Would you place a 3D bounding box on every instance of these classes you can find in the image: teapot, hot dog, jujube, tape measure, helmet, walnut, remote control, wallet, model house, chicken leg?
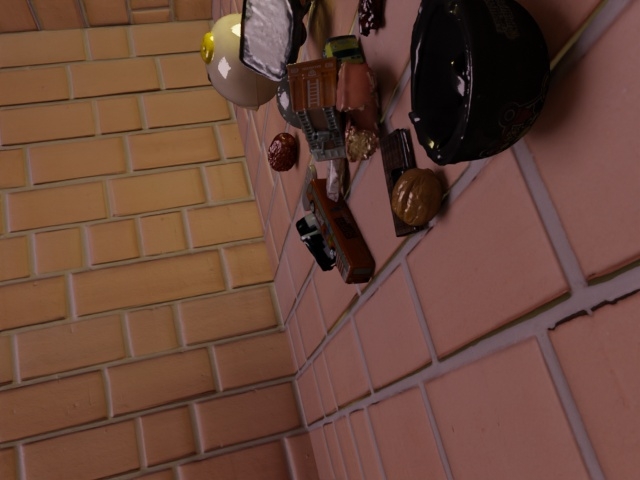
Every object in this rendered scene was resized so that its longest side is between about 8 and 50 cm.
[{"bbox_3d":[-0.042,-0.429,1.714,0.251,0.183,0.184,-106,9,-77],"label":"teapot"},{"bbox_3d":[0.047,-0.211,1.707,0.099,0.053,0.192,-110,20,-74],"label":"hot dog"},{"bbox_3d":[-0.150,-0.353,2.259,0.109,0.112,0.176,38,147,18],"label":"jujube"},{"bbox_3d":[-0.003,-0.004,1.871,0.181,0.107,0.182,58,-175,-14],"label":"tape measure"},{"bbox_3d":[0.225,-0.237,0.796,0.231,0.160,0.279,99,170,-58],"label":"helmet"},{"bbox_3d":[0.195,-0.089,1.138,0.105,0.105,0.125,-116,36,-47],"label":"walnut"},{"bbox_3d":[-0.043,-0.194,2.138,0.245,0.022,0.077,106,152,-59],"label":"remote control"},{"bbox_3d":[0.180,-0.126,1.275,0.124,0.042,0.230,153,110,-77],"label":"wallet"},{"bbox_3d":[-0.092,-0.670,1.710,0.301,0.190,0.272,-53,-17,-42],"label":"model house"},{"bbox_3d":[0.116,-0.539,1.233,0.219,0.048,0.090,100,153,-53],"label":"chicken leg"}]

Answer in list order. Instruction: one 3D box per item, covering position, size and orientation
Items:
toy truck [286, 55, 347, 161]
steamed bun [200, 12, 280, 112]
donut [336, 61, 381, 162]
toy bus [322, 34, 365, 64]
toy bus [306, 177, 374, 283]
[{"bbox_3d":[0.010,-0.311,1.432,0.305,0.136,0.162,60,-155,-67],"label":"toy truck"},{"bbox_3d":[-0.295,-0.698,2.204,0.334,0.333,0.374,100,161,-53],"label":"steamed bun"},{"bbox_3d":[0.093,-0.309,1.321,0.233,0.085,0.199,72,-160,-55],"label":"donut"},{"bbox_3d":[0.052,-0.441,1.474,0.175,0.088,0.101,109,146,-67],"label":"toy bus"},{"bbox_3d":[0.053,-0.041,1.732,0.092,0.093,0.409,105,151,-43],"label":"toy bus"}]
